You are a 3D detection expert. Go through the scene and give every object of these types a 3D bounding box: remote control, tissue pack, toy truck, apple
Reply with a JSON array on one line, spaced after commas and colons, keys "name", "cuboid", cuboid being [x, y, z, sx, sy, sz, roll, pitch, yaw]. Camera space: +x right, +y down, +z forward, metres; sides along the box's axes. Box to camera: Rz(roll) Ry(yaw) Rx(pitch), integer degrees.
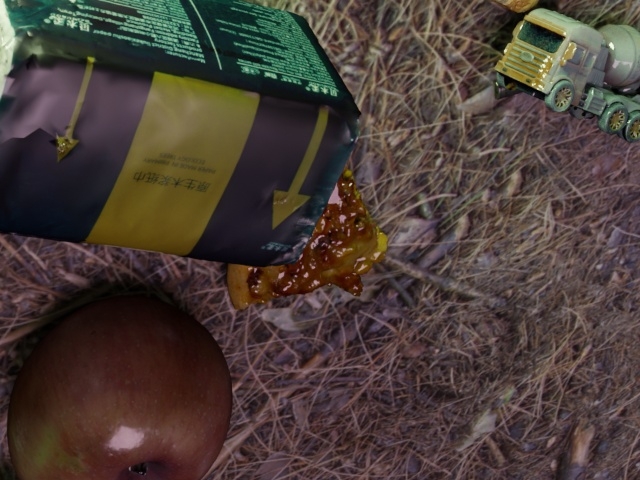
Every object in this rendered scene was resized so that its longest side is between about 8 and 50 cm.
[{"name": "remote control", "cuboid": [0.270, -0.205, 2.018, 0.091, 0.016, 0.034, -18, 136, -11]}, {"name": "tissue pack", "cuboid": [-0.198, -0.143, 1.688, 0.417, 0.264, 0.253, 7, 124, -30]}, {"name": "toy truck", "cuboid": [0.347, -0.220, 1.968, 0.257, 0.108, 0.140, 15, 103, -43]}, {"name": "apple", "cuboid": [-0.258, 0.225, 2.008, 0.306, 0.235, 0.305, -14, 134, -15]}]

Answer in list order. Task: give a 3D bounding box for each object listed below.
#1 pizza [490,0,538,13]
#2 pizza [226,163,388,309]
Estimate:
[{"name": "pizza", "cuboid": [0.237, -0.340, 1.869, 0.099, 0.035, 0.160, -13, 133, -14]}, {"name": "pizza", "cuboid": [0.000, 0.000, 2.033, 0.229, 0.081, 0.289, 15, 120, -34]}]
